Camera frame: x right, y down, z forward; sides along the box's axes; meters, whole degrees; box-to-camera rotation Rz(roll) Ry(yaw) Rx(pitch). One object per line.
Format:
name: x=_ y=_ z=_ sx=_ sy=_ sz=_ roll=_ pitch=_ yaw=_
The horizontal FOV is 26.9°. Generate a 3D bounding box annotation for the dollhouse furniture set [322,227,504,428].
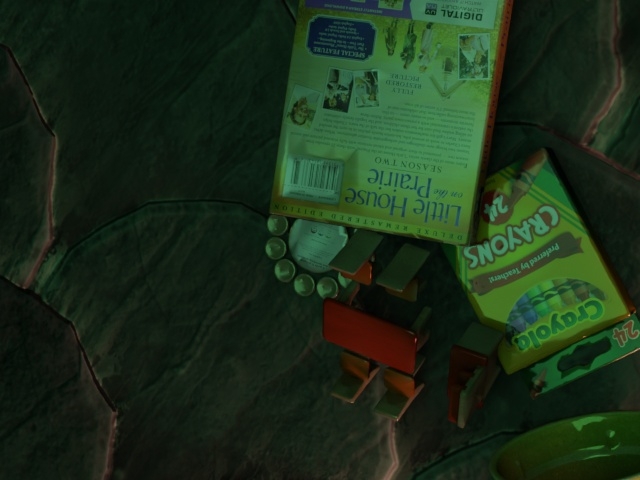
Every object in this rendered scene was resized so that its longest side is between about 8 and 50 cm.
dollhouse furniture set: x=0.116 y=0.152 z=1.891 sx=0.259 sy=0.135 sz=0.262 roll=20 pitch=133 yaw=23

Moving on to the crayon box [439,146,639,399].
crayon box: x=0.313 y=0.051 z=1.921 sx=0.202 sy=0.081 sz=0.318 roll=-30 pitch=83 yaw=18

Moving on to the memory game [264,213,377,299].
memory game: x=0.000 y=0.000 z=2.066 sx=0.186 sy=0.012 sz=0.186 roll=1 pitch=93 yaw=19

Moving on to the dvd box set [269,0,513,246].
dvd box set: x=0.104 y=-0.220 z=1.909 sx=0.307 sy=0.062 sz=0.420 roll=9 pitch=95 yaw=18

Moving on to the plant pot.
plant pot: x=0.393 y=0.400 z=1.832 sx=0.276 sy=0.276 sz=0.254 roll=-11 pitch=100 yaw=20
